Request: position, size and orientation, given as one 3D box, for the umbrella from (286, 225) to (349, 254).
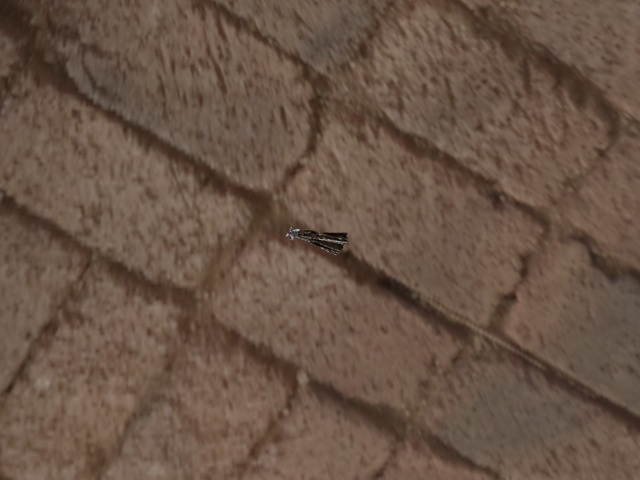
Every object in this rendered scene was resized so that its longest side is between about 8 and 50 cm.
[{"bbox_3d":[0.000,-0.002,1.536,0.083,0.031,0.020,17,64,-33],"label":"umbrella"}]
